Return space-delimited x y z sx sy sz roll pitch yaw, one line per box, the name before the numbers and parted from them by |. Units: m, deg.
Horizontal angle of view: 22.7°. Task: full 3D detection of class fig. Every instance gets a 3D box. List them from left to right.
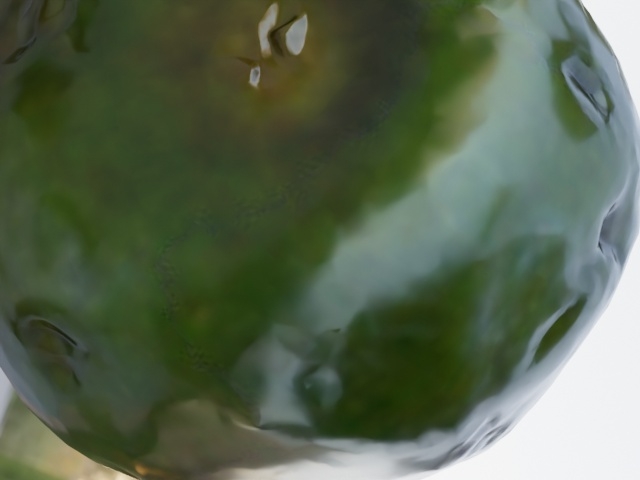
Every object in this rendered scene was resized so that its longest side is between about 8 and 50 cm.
fig | 0.000 0.000 0.513 0.275 0.206 0.206 76 32 -66
